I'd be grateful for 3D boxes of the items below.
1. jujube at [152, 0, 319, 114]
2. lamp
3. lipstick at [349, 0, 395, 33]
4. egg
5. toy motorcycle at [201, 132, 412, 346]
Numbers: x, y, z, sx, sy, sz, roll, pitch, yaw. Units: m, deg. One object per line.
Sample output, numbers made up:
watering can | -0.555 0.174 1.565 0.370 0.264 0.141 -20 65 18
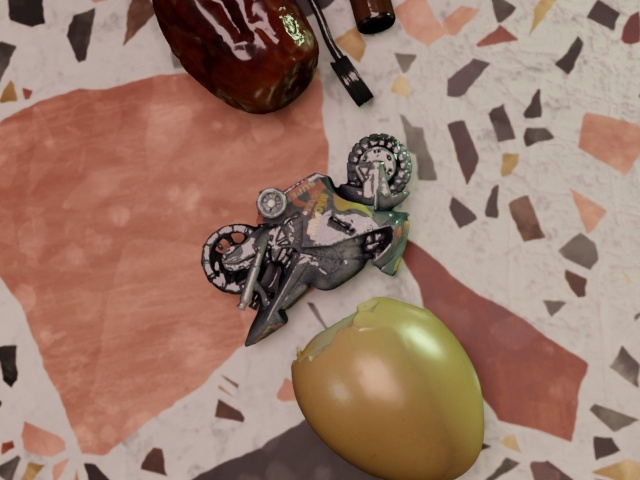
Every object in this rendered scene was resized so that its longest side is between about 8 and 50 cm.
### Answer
jujube | -0.110 -0.282 1.552 0.243 0.183 0.183 42 91 15
lamp | 0.001 -0.361 1.578 0.108 0.130 0.371 -29 76 3
lipstick | 0.032 -0.447 1.614 0.057 0.057 0.357 -15 81 7
egg | 0.088 0.185 1.445 0.201 0.201 0.244 -44 79 2
toy motorcycle | 0.000 0.000 1.535 0.307 0.108 0.173 -33 84 6
